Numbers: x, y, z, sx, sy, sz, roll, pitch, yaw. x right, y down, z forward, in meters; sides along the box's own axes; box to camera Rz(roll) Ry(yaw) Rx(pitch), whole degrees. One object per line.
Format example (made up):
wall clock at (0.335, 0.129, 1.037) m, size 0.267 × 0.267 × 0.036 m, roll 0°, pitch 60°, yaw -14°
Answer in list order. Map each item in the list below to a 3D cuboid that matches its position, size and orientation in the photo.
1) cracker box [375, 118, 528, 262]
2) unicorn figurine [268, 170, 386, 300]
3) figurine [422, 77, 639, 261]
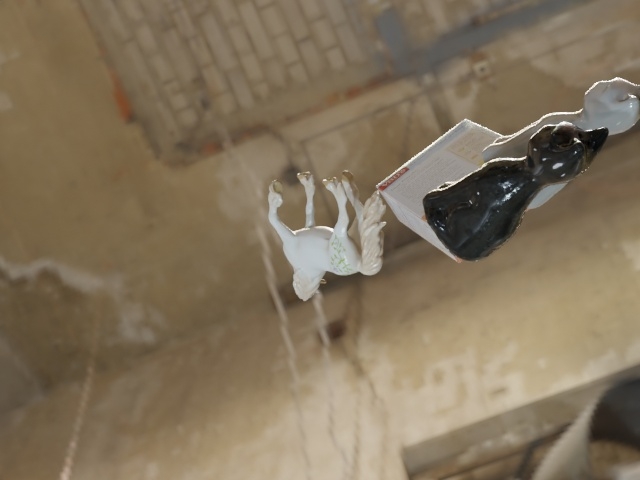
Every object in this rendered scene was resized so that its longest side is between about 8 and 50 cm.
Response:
cracker box at (0.181, -0.068, 1.857) m, size 0.067 × 0.156 × 0.232 m, roll 54°, pitch 176°, yaw -21°
unicorn figurine at (0.000, 0.000, 1.194) m, size 0.162 × 0.060 × 0.111 m, roll 14°, pitch 118°, yaw 65°
figurine at (0.242, -0.088, 1.527) m, size 0.092 × 0.209 × 0.215 m, roll 53°, pitch -135°, yaw -1°
